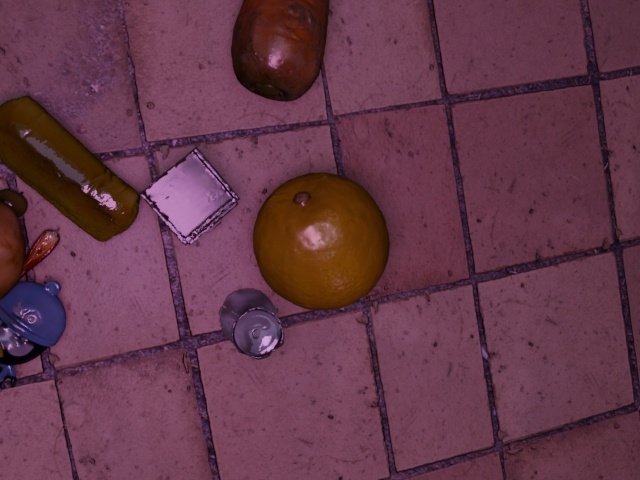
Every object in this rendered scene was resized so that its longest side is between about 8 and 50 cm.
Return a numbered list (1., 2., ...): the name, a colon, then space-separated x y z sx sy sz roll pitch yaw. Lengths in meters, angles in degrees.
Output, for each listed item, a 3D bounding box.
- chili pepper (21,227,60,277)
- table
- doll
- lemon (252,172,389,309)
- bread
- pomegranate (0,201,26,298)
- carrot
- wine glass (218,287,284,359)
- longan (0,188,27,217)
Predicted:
1. chili pepper: -0.674 0.039 1.529 0.045 0.027 0.178 39 83 -8
2. table: -0.305 -0.097 1.525 0.169 0.193 0.172 -42 101 -9
3. doll: -0.703 0.215 1.475 0.177 0.141 0.314 40 87 -8
4. lemon: 0.000 0.000 1.529 0.347 0.348 0.348 -1 93 -14
5. bread: -0.590 -0.152 1.471 0.383 0.112 0.166 44 115 -11
6. pomegranate: -0.773 0.022 1.366 0.307 0.307 0.307 -1 93 -14
7. carrot: -0.087 -0.517 1.548 0.224 0.224 0.341 16 83 -14
8. wine glass: -0.164 0.202 1.556 0.156 0.232 0.156 -1 93 -13
9. longan: -0.716 -0.088 1.497 0.075 0.075 0.083 32 44 -13
